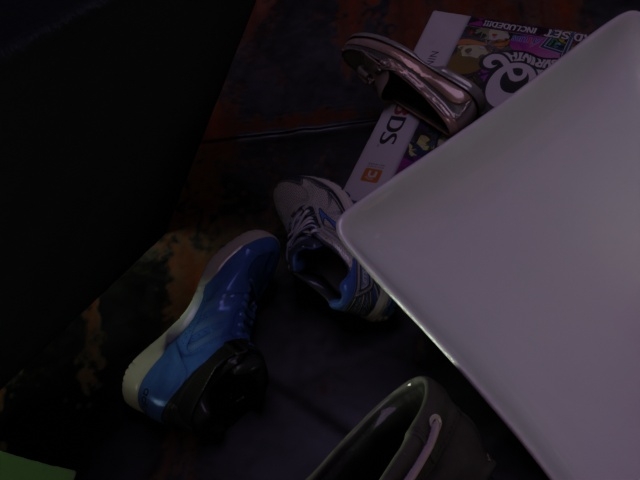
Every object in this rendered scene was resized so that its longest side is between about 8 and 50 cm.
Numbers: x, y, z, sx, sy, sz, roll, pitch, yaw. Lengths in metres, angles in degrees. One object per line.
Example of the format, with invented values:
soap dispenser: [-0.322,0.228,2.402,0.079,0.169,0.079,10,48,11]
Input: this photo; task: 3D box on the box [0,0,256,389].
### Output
box: [-0.343,-0.128,0.745,0.471,0.297,0.480,28,32,7]

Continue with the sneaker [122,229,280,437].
sneaker: [-0.054,0.064,0.872,0.084,0.058,0.152,23,61,34]

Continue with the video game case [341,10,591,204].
video game case: [0.158,-0.073,0.965,0.232,0.042,0.210,13,54,21]

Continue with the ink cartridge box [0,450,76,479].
ink cartridge box: [-0.277,0.207,0.795,0.171,0.056,0.235,11,54,20]

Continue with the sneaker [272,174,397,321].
sneaker: [0.000,0.000,0.905,0.058,0.052,0.135,3,37,-43]

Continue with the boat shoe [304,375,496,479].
boat shoe: [-0.032,0.181,0.682,0.335,0.095,0.112,-29,10,-38]

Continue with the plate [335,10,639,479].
plate: [0.194,0.023,0.823,0.278,0.045,0.277,-36,75,-20]

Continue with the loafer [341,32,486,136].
loafer: [0.060,-0.115,0.965,0.125,0.045,0.039,29,68,30]
